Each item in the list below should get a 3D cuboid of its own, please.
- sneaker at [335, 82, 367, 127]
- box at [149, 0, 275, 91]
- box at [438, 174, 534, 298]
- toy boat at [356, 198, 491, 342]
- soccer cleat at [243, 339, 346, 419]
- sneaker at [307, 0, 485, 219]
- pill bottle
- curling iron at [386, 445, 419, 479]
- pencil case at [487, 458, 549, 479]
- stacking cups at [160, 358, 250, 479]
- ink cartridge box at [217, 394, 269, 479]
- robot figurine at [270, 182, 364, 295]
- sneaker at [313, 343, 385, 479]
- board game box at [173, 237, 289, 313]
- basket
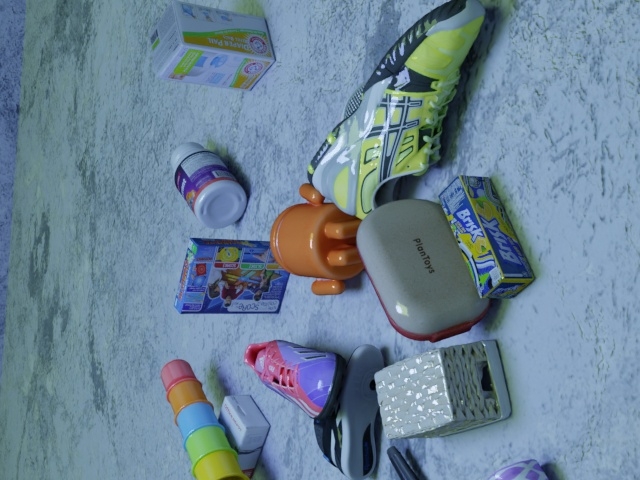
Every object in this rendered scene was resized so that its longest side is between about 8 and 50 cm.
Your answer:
[{"bbox_3d":[0.052,-0.193,1.611,0.070,0.050,0.134,-159,92,-82],"label":"sneaker"},{"bbox_3d":[-0.204,-0.366,1.870,0.114,0.203,0.103,-39,57,46],"label":"box"},{"bbox_3d":[0.223,-0.005,1.334,0.054,0.059,0.169,-49,49,44],"label":"box"},{"bbox_3d":[0.141,0.055,1.411,0.151,0.150,0.231,89,162,-55],"label":"toy boat"},{"bbox_3d":[-0.045,0.214,1.585,0.318,0.116,0.109,177,112,-76],"label":"soccer cleat"},{"bbox_3d":[0.136,-0.185,1.446,0.147,0.145,0.385,43,126,11],"label":"sneaker"},{"bbox_3d":[-0.232,-0.117,1.981,0.193,0.108,0.108,51,129,45],"label":"pill bottle"},{"bbox_3d":[0.173,0.394,1.405,0.274,0.035,0.068,50,124,44],"label":"curling iron"},{"bbox_3d":[0.275,0.374,1.216,0.088,0.086,0.206,98,156,-54],"label":"pencil case"},{"bbox_3d":[-0.228,0.358,1.866,0.316,0.096,0.096,56,132,46],"label":"stacking cups"},{"bbox_3d":[-0.157,0.376,1.880,0.099,0.056,0.135,48,127,46],"label":"ink cartridge box"},{"bbox_3d":[0.000,-0.002,1.609,0.128,0.158,0.219,-52,27,-21],"label":"robot figurine"},{"bbox_3d":[0.035,0.264,1.580,0.121,0.079,0.217,13,99,57],"label":"sneaker"},{"bbox_3d":[-0.151,0.066,1.764,0.035,0.201,0.136,41,120,50],"label":"board game box"},{"bbox_3d":[0.164,0.210,1.369,0.167,0.103,0.113,-31,64,50],"label":"basket"}]
